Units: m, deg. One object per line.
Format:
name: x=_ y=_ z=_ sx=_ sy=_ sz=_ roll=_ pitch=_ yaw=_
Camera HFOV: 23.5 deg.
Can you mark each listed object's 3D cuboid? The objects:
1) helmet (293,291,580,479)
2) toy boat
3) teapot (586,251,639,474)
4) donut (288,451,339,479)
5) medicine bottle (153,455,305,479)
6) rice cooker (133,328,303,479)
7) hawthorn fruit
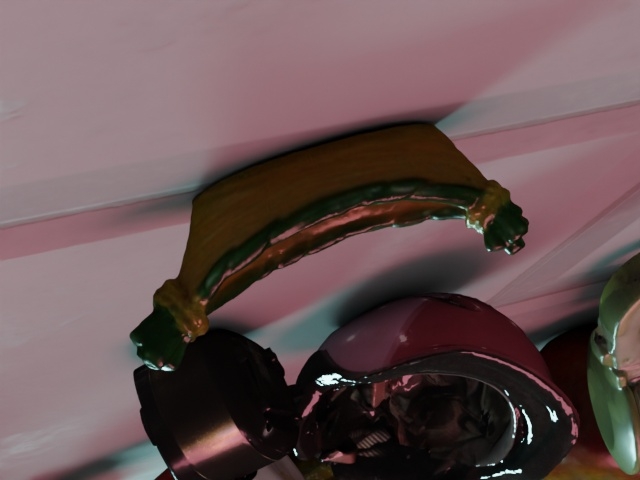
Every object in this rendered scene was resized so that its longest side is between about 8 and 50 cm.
helmet: x=0.090 y=0.119 z=1.267 sx=0.198 sy=0.154 sz=0.253 roll=32 pitch=129 yaw=-21
toy boat: x=0.000 y=0.000 z=0.846 sx=0.229 sy=0.088 sz=0.089 roll=-18 pitch=166 yaw=-6
teapot: x=0.380 y=0.124 z=1.461 sx=0.239 sy=0.240 sz=0.321 roll=-15 pitch=166 yaw=-3
donut: x=0.003 y=0.299 z=1.705 sx=0.330 sy=0.160 sz=0.330 roll=-23 pitch=-165 yaw=7
medicine bottle: x=-0.136 y=0.299 z=1.551 sx=0.250 sy=0.131 sz=0.131 roll=-42 pitch=162 yaw=6
rice cooker: x=-0.078 y=0.130 z=1.174 sx=0.106 sy=0.112 sz=0.165 roll=-29 pitch=164 yaw=15
hawthorn fruit: x=0.301 y=0.179 z=1.672 sx=0.248 sy=0.208 sz=0.208 roll=7 pitch=152 yaw=-39
